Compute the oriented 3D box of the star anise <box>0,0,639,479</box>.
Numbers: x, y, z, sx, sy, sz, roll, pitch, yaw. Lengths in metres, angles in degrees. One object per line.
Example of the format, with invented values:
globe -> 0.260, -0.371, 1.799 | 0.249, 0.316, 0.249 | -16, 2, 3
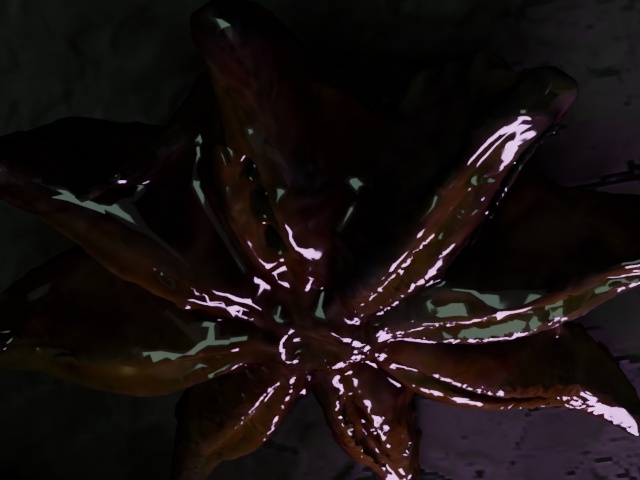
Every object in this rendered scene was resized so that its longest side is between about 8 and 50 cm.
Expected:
star anise -> 0.000, 0.000, 0.646 | 0.272, 0.102, 0.272 | 1, 143, 1
